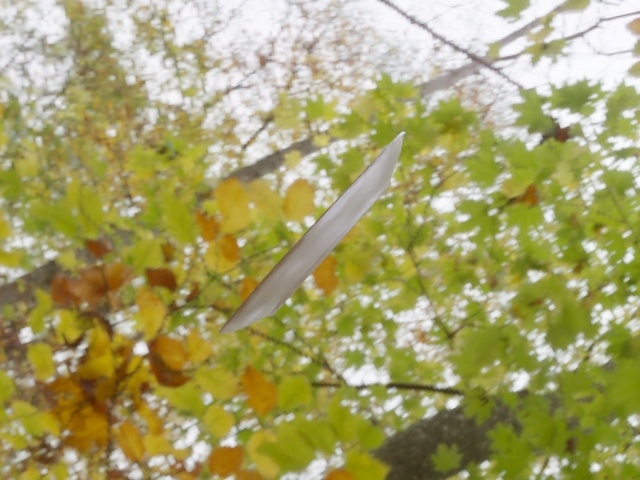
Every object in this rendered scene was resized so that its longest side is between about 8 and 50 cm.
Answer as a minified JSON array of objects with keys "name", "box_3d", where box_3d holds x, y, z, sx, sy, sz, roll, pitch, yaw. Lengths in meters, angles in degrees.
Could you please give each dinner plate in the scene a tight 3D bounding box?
[{"name":"dinner plate","box_3d":[0.000,0.000,0.630,0.017,0.141,0.141,41,-55,0]}]
